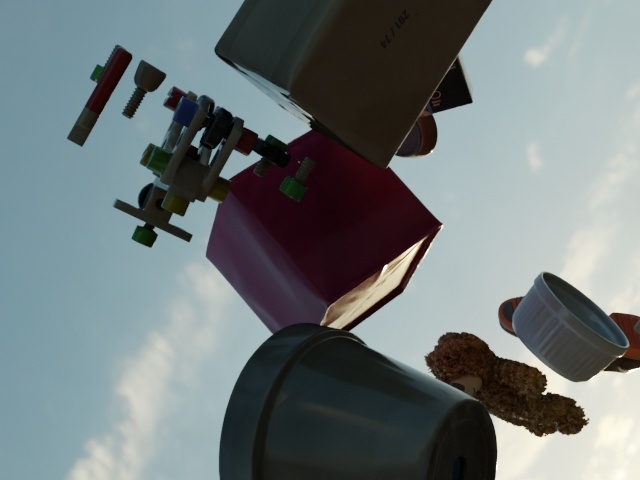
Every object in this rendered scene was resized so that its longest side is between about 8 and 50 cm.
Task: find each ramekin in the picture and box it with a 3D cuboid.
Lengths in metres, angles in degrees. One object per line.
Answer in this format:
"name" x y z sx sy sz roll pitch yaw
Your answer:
"ramekin" 0.445 0.163 2.039 0.109 0.207 0.207 -52 -27 18

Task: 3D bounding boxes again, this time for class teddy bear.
"teddy bear" 0.355 0.300 2.162 0.338 0.245 0.113 39 -112 -36

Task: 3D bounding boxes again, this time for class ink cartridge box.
"ink cartridge box" 0.132 -0.282 1.865 0.208 0.206 0.045 60 -159 -47

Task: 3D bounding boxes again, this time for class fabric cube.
"fabric cube" 0.000 0.000 1.840 0.259 0.258 0.254 -34 -17 -28

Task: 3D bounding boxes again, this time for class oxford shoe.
"oxford shoe" 0.517 0.210 2.301 0.130 0.363 0.133 -89 18 -45

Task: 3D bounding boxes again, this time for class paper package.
"paper package" 0.059 -0.314 1.613 0.325 0.168 0.309 -58 -36 1

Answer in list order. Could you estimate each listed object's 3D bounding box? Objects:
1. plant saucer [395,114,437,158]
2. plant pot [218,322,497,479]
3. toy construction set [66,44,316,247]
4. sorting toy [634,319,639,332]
"plant saucer" 0.137 -0.215 2.048 0.029 0.168 0.168 -41 -35 -32
"plant pot" 0.072 0.283 1.506 0.323 0.280 0.323 -5 -83 -53
"toy construction set" -0.225 -0.103 1.568 0.308 0.257 0.237 28 -85 -41
"sorting toy" 0.591 0.160 1.928 0.045 0.075 0.083 -62 6 6
